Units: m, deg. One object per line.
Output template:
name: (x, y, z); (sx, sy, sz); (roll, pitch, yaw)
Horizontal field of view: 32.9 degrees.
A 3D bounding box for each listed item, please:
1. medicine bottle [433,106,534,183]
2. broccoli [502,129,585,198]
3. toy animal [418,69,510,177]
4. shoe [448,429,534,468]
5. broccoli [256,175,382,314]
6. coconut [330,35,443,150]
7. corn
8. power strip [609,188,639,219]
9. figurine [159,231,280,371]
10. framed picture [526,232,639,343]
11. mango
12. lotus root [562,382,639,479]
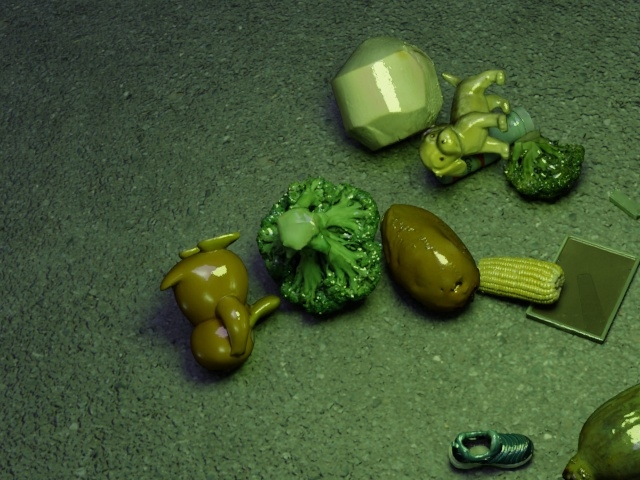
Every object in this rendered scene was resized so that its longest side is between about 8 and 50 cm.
medicine bottle: (0.326, -0.197, 2.200); (0.216, 0.090, 0.090); (-26, 53, -8)
broccoli: (0.433, -0.147, 2.121); (0.162, 0.138, 0.146); (2, 39, 51)
toy animal: (0.290, -0.228, 2.107); (0.168, 0.121, 0.233); (8, 61, 21)
shoe: (0.285, 0.344, 1.812); (0.142, 0.071, 0.064); (-3, 53, 4)
broccoli: (0.000, 0.000, 2.017); (0.269, 0.270, 0.270); (-3, 79, 16)
coconut: (0.134, -0.310, 2.224); (0.241, 0.241, 0.241); (-6, 52, 8)
corn: (0.364, 0.071, 1.996); (0.165, 0.063, 0.085); (6, 76, 32)
power strip: (0.592, -0.072, 2.094); (0.027, 0.017, 0.083); (-35, 55, -16)
figurine: (-0.191, 0.116, 2.013); (0.215, 0.215, 0.228); (-40, 98, -18)
framed picture: (0.487, 0.085, 2.000); (0.150, 0.015, 0.203); (19, 59, 24)
mango: (0.197, 0.026, 2.017); (0.151, 0.156, 0.249); (-27, 55, -7)
lotus root: (0.531, 0.316, 1.730); (0.309, 0.173, 0.173); (-23, 52, -3)
